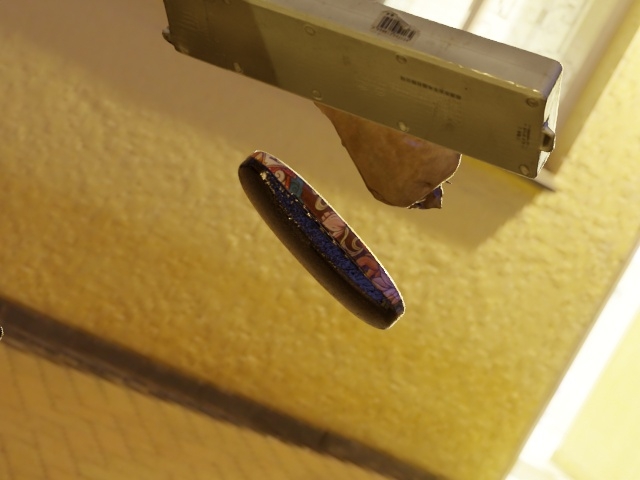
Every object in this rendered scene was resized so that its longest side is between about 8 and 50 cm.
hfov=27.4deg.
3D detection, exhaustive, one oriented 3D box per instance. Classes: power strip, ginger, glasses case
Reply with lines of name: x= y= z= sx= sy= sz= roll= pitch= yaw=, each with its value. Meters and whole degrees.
power strip: x=0.020 y=-0.149 z=1.050 sx=0.367 sy=0.043 sz=0.106 roll=22 pitch=-31 yaw=17
ginger: x=0.088 y=-0.148 z=1.680 sx=0.267 sy=0.138 sz=0.152 roll=53 pitch=-8 yaw=-8
glasses case: x=0.000 y=0.000 z=1.899 sx=0.321 sy=0.082 sz=0.122 roll=47 pitch=-11 yaw=1

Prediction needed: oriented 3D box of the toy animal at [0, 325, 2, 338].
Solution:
toy animal: x=-0.359 y=0.231 z=1.067 sx=0.195 sy=0.324 sz=0.090 roll=-2 pitch=-20 yaw=20
